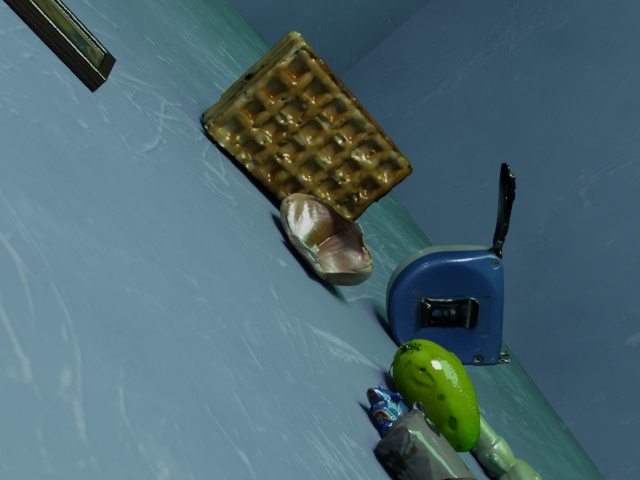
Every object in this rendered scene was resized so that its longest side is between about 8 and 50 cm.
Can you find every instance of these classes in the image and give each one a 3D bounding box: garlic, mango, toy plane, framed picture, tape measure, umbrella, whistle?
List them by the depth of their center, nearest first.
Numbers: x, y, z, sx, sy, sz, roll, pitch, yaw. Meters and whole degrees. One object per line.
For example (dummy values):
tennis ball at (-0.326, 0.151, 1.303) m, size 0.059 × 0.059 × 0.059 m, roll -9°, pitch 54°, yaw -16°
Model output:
umbrella at (0.188, 0.341, 1.090) m, size 0.337 × 0.067 × 0.073 m, roll 51°, pitch 41°, yaw 1°
framed picture at (-0.315, -0.260, 1.146) m, size 0.168 × 0.023 × 0.128 m, roll 48°, pitch 10°, yaw -20°
toy plane at (0.111, 0.243, 1.179) m, size 0.167 × 0.054 × 0.062 m, roll 48°, pitch 35°, yaw -10°
mango at (0.170, 0.219, 1.367) m, size 0.178 × 0.100 × 0.119 m, roll 59°, pitch 7°, yaw 0°
garlic at (0.007, -0.004, 1.470) m, size 0.174 × 0.099 × 0.124 m, roll 52°, pitch -5°, yaw 10°
whistle at (0.303, 0.365, 1.530) m, size 0.258 × 0.067 × 0.126 m, roll 49°, pitch 9°, yaw 4°
tape measure at (0.221, 0.048, 1.618) m, size 0.098 × 0.215 × 0.352 m, roll -102°, pitch -169°, yaw -73°

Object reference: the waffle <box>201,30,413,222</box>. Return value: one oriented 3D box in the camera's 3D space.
waffle at (-0.018, -0.156, 1.555) m, size 0.308 × 0.213 × 0.091 m, roll 45°, pitch 10°, yaw -28°

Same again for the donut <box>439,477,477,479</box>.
donut at (0.138, 0.307, 0.845) m, size 0.085 × 0.141 × 0.217 m, roll 54°, pitch 11°, yaw -32°
